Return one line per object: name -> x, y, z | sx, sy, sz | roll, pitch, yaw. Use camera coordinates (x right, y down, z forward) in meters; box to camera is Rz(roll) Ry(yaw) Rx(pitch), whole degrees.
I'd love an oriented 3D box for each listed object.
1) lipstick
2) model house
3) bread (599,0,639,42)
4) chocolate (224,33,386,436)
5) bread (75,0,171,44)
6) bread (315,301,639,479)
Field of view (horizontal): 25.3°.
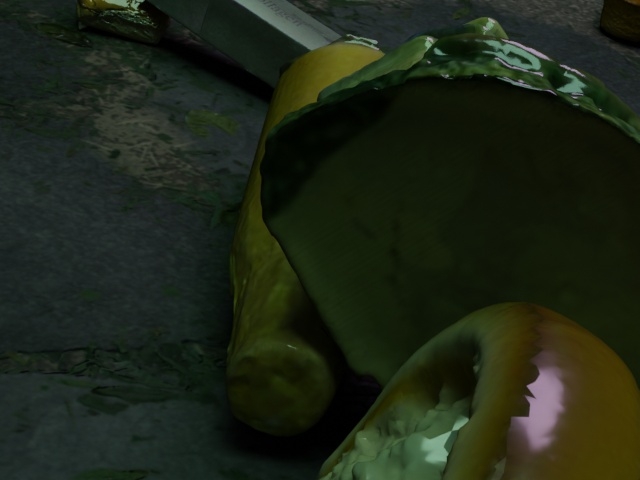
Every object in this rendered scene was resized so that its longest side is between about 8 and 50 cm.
lipstick -> -0.057, -0.219, 1.520 | 0.317, 0.068, 0.066 | 35, 36, 21
model house -> 0.144, -0.026, 1.004 | 0.261, 0.321, 0.266 | -24, 20, 26
bread -> 0.483, -0.283, 1.830 | 0.245, 0.094, 0.102 | 19, 37, 12
chocolate -> 0.000, 0.000, 1.172 | 0.162, 0.162, 0.445 | 12, 34, 1
bread -> -0.221, -0.263, 1.602 | 0.106, 0.053, 0.072 | 18, 34, 1
bread -> 0.063, 0.228, 0.757 | 0.245, 0.329, 0.424 | 51, 28, -14
